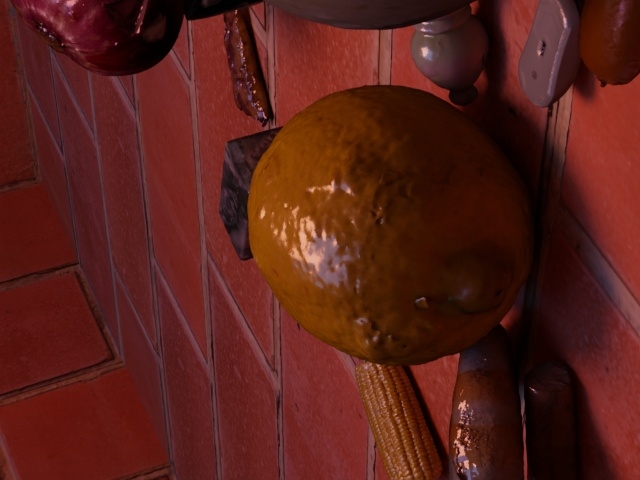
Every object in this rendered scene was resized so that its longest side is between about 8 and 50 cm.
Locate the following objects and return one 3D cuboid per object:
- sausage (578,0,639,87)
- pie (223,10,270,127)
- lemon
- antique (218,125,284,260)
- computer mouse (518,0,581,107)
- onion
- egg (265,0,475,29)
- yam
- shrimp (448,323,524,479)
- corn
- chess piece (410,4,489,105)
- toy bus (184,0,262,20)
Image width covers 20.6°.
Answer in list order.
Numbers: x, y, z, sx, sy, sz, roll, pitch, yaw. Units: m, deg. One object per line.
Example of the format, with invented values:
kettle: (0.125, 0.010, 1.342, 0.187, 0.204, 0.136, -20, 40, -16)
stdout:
sausage: (0.219, -0.180, 1.244, 0.062, 0.054, 0.183, 28, 141, 22)
pie: (-0.103, -0.230, 2.301, 0.092, 0.034, 0.170, 12, 118, 68)
lemon: (0.065, -0.013, 1.582, 0.320, 0.245, 0.245, 38, 142, 54)
antique: (-0.074, -0.064, 2.277, 0.183, 0.086, 0.088, 100, 148, -58)
computer mouse: (0.190, -0.157, 1.400, 0.056, 0.032, 0.110, 58, 148, 40)
onion: (-0.238, -0.270, 1.945, 0.207, 0.200, 0.200, 104, 147, -46)
egg: (0.037, -0.324, 1.190, 0.428, 0.345, 0.345, 83, 165, -67)
yam: (0.216, 0.224, 1.649, 0.057, 0.056, 0.241, -133, 31, -57)
shrimp: (0.154, 0.163, 1.675, 0.287, 0.068, 0.185, -76, -13, -79)
corn: (0.089, 0.211, 2.046, 0.085, 0.063, 0.165, 93, 159, -72)
chess piece: (0.094, -0.232, 1.521, 0.139, 0.139, 0.272, 51, 164, 53)
toy bus: (-0.089, -0.376, 1.898, 0.312, 0.152, 0.190, 128, 121, -71)
